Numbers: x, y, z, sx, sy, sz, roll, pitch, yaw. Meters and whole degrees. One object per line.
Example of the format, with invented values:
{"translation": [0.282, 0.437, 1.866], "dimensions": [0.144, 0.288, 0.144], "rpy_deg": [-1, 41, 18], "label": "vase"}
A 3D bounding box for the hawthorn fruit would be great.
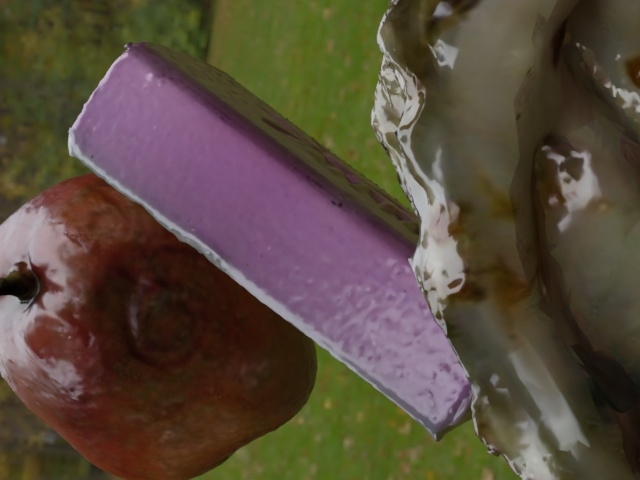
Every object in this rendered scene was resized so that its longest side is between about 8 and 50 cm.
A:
{"translation": [-0.125, 0.045, 1.058], "dimensions": [0.224, 0.261, 0.224], "rpy_deg": [-18, 61, 34], "label": "hawthorn fruit"}

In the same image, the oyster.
{"translation": [0.131, 0.022, 0.543], "dimensions": [0.221, 0.361, 0.096], "rpy_deg": [-54, -9, 12], "label": "oyster"}

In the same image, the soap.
{"translation": [0.001, -0.002, 0.878], "dimensions": [0.081, 0.259, 0.181], "rpy_deg": [-55, -13, 8], "label": "soap"}
